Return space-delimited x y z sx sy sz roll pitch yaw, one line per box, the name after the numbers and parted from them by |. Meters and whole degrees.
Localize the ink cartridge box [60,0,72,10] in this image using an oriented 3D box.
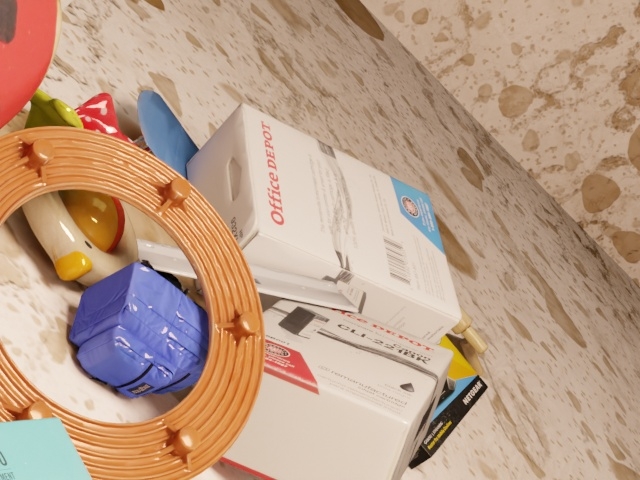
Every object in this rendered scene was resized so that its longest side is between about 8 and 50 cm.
-0.378 -0.283 1.404 0.212 0.154 0.093 36 22 -38 | ink cartridge box

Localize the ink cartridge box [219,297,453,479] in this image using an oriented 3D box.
0.010 0.158 1.395 0.197 0.114 0.273 22 14 10 | ink cartridge box

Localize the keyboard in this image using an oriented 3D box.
-0.082 0.040 1.466 0.256 0.014 0.072 13 19 -25 | keyboard

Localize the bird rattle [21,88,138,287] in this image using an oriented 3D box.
-0.252 -0.043 1.357 0.206 0.143 0.253 65 7 9 | bird rattle

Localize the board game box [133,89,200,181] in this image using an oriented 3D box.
-0.190 -0.105 1.693 0.168 0.033 0.133 55 18 -29 | board game box

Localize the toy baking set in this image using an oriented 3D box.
0.119 0.094 1.863 0.030 0.197 0.256 -41 95 -30 | toy baking set

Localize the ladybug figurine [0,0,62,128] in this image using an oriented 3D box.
-0.338 -0.183 1.072 0.162 0.305 0.449 7 9 15 | ladybug figurine

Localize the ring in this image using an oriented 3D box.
-0.180 0.050 1.168 0.337 0.032 0.336 20 54 -31 | ring

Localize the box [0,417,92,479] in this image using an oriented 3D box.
-0.257 0.169 0.866 0.060 0.100 0.244 57 19 18 | box

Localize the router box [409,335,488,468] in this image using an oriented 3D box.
0.125 0.189 1.750 0.133 0.046 0.179 50 39 0 | router box

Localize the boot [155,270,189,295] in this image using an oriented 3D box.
-0.168 0.064 1.389 0.121 0.045 0.099 38 22 -50 | boot

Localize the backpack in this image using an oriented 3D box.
-0.161 0.095 1.265 0.120 0.098 0.101 36 50 -32 | backpack

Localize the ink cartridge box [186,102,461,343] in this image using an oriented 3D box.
0.000 0.000 1.659 0.307 0.129 0.223 24 37 -31 | ink cartridge box
